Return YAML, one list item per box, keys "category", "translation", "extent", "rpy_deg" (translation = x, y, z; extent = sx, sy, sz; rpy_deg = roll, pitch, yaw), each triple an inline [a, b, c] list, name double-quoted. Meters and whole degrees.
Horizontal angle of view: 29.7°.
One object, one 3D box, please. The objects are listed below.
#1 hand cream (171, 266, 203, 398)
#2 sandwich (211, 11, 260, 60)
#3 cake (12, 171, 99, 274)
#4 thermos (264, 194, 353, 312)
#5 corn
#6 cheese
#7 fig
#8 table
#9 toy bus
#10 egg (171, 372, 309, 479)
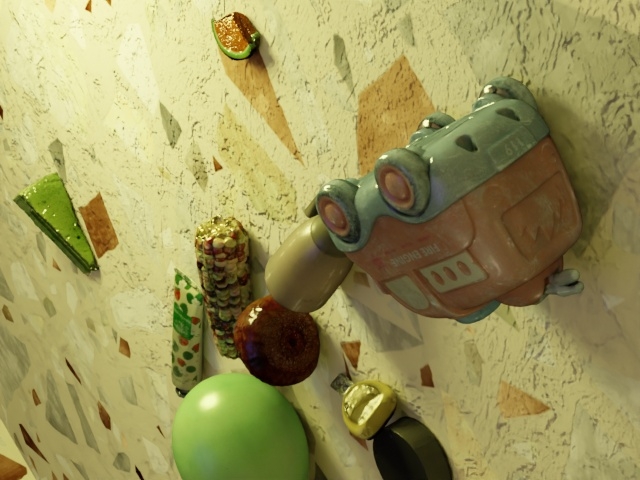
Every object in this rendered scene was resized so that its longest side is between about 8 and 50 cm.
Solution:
- category: "hand cream"
  translation: [-0.251, 0.182, 2.276]
  extent: [0.095, 0.059, 0.276]
  rpy_deg: [36, 135, 39]
- category: "sandwich"
  translation: [-0.120, -0.296, 1.749]
  extent: [0.101, 0.026, 0.069]
  rpy_deg: [0, 106, 56]
- category: "cake"
  translation: [-0.578, -0.022, 2.626]
  extent: [0.100, 0.099, 0.235]
  rpy_deg: [-22, 92, 63]
- category: "thermos"
  translation: [0.000, 0.000, 1.697]
  extent: [0.193, 0.105, 0.137]
  rpy_deg: [126, 148, -53]
- category: "corn"
  translation: [-0.153, 0.080, 2.014]
  extent: [0.092, 0.092, 0.280]
  rpy_deg: [36, 143, 43]
- category: "cheese"
  translation: [0.056, 0.236, 1.801]
  extent: [0.036, 0.086, 0.162]
  rpy_deg: [36, 179, -25]
- category: "fig"
  translation: [-0.088, 0.151, 1.919]
  extent: [0.201, 0.134, 0.146]
  rpy_deg: [-165, 66, -65]
- category: "table"
  translation: [0.133, 0.325, 1.752]
  extent: [0.133, 0.043, 0.133]
  rpy_deg: [38, 140, 41]
- category: "toy bus"
  translation: [0.155, -0.021, 1.334]
  extent: [0.232, 0.197, 0.294]
  rpy_deg: [57, 149, -4]
- category: "egg"
  translation: [-0.132, 0.353, 2.028]
  extent: [0.220, 0.220, 0.270]
  rpy_deg: [-1, 120, 59]
